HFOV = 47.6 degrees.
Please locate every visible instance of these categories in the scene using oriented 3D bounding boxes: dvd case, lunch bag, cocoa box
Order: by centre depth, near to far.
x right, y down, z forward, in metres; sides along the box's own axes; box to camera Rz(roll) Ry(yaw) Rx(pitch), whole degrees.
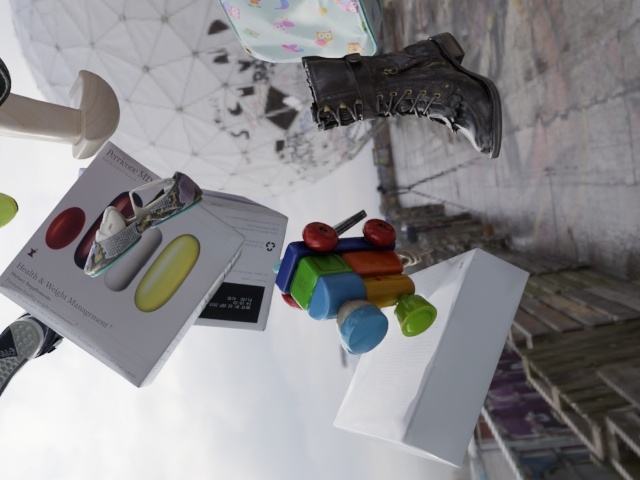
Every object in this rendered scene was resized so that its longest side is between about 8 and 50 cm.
[{"bbox_3d":[0.000,0.000,0.931,0.119,0.087,0.013,-33,-87,-51],"label":"dvd case"},{"bbox_3d":[-0.029,-0.420,1.277,0.224,0.279,0.107,58,-139,-57],"label":"lunch bag"},{"bbox_3d":[-0.275,0.016,1.333,0.228,0.347,0.231,27,106,61],"label":"cocoa box"}]

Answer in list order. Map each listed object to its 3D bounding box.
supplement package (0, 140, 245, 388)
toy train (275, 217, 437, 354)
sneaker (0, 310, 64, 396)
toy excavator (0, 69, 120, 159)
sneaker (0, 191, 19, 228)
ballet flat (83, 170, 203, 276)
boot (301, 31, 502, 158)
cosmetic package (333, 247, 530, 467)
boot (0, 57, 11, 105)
[{"bbox_3d":[-0.224,0.034,0.851,0.203,0.194,0.149,-56,2,-13],"label":"supplement package"},{"bbox_3d":[0.086,0.053,0.843,0.143,0.248,0.105,48,130,40],"label":"toy train"},{"bbox_3d":[-0.530,0.199,1.235,0.086,0.226,0.163,49,-172,-8],"label":"sneaker"},{"bbox_3d":[-0.584,-0.286,1.096,0.222,0.433,0.445,-27,90,52],"label":"toy excavator"},{"bbox_3d":[-0.662,-0.033,1.330,0.094,0.209,0.081,28,132,64],"label":"sneaker"},{"bbox_3d":[-0.150,-0.018,0.585,0.041,0.114,0.041,49,167,15],"label":"ballet flat"},{"bbox_3d":[0.101,-0.181,0.974,0.091,0.229,0.263,85,167,-47],"label":"boot"},{"bbox_3d":[0.156,0.184,1.131,0.377,0.097,0.284,141,152,-74],"label":"cosmetic package"},{"bbox_3d":[-0.355,-0.072,0.625,0.179,0.236,0.085,36,155,44],"label":"boot"}]
